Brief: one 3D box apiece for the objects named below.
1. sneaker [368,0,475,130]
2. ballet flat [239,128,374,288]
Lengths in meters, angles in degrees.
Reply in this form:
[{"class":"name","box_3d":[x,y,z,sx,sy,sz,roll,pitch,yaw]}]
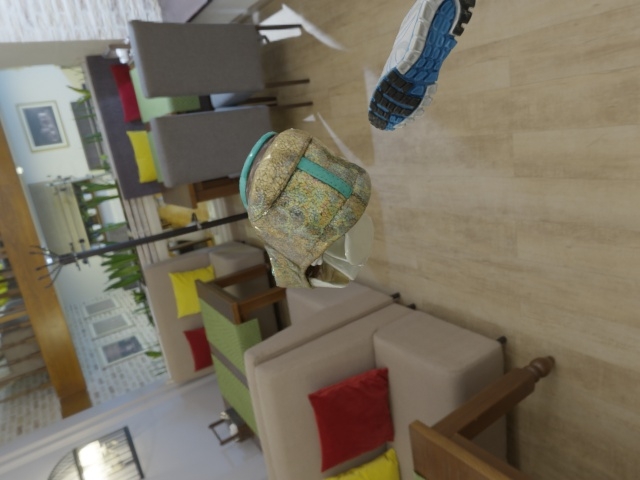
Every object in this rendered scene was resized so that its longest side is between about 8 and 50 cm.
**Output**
[{"class":"sneaker","box_3d":[0.117,-0.228,0.546,0.190,0.071,0.083,-60,21,31]},{"class":"ballet flat","box_3d":[0.000,0.000,0.482,0.348,0.123,0.123,85,160,-75]}]
